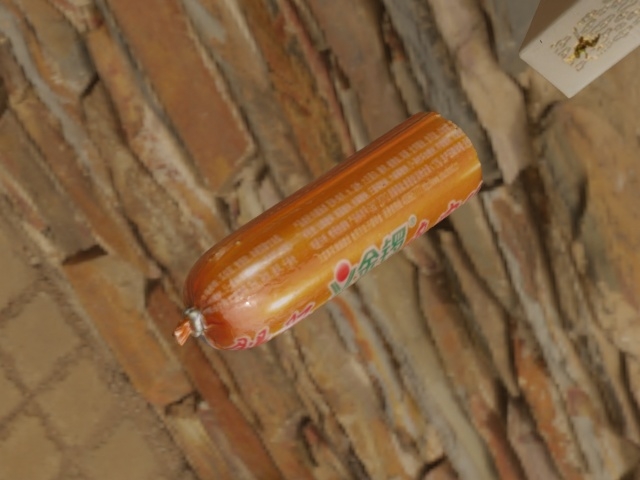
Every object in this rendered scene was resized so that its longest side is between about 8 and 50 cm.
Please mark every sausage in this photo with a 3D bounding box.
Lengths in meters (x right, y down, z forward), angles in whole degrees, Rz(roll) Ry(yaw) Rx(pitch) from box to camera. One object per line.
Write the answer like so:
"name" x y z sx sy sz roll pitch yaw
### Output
"sausage" 0.000 0.000 0.721 0.234 0.071 0.071 -35 114 -28

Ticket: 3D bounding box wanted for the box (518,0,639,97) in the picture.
"box" 0.247 -0.262 0.717 0.051 0.204 0.365 37 50 -11
